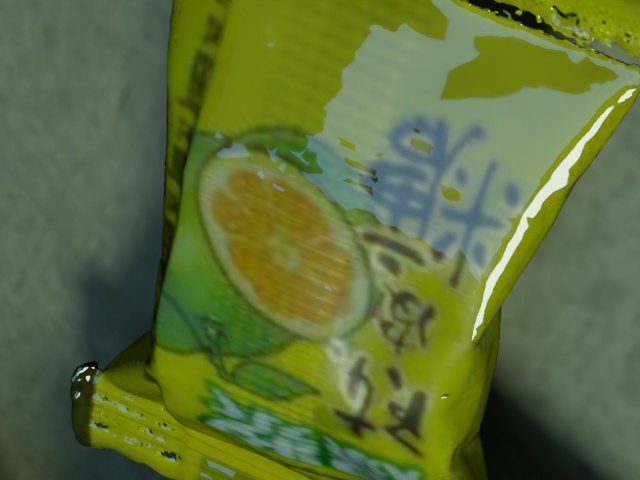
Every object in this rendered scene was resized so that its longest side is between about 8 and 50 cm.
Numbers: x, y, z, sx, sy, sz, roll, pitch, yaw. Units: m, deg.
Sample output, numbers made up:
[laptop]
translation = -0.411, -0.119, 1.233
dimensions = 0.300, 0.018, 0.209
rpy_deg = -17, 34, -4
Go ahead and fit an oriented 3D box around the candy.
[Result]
[candy]
translation = 0.000, 0.000, 0.641
dimensions = 0.187, 0.081, 0.297
rpy_deg = 25, 133, 19
